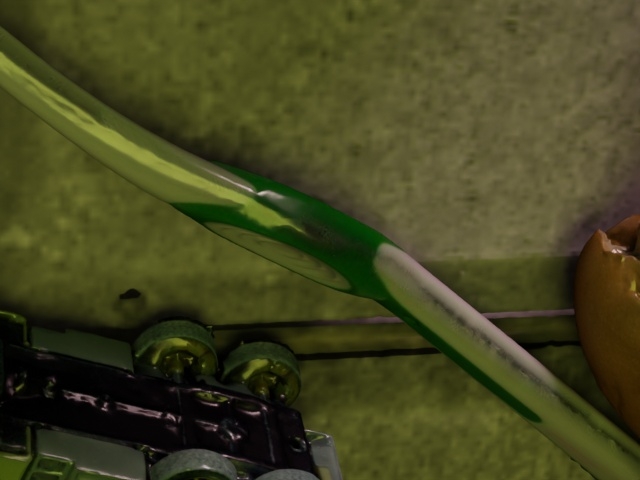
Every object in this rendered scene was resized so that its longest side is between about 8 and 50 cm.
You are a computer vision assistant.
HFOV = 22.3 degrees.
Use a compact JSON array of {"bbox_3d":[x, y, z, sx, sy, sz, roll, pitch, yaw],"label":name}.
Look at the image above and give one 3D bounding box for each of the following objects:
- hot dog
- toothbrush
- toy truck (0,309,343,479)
[{"bbox_3d":[0.147,0.039,0.581,0.090,0.060,0.140,-43,110,11],"label":"hot dog"},{"bbox_3d":[-0.002,0.004,0.531,0.418,0.042,0.040,39,69,-25],"label":"toothbrush"},{"bbox_3d":[-0.080,0.080,0.531,0.169,0.077,0.100,14,124,-24],"label":"toy truck"}]
